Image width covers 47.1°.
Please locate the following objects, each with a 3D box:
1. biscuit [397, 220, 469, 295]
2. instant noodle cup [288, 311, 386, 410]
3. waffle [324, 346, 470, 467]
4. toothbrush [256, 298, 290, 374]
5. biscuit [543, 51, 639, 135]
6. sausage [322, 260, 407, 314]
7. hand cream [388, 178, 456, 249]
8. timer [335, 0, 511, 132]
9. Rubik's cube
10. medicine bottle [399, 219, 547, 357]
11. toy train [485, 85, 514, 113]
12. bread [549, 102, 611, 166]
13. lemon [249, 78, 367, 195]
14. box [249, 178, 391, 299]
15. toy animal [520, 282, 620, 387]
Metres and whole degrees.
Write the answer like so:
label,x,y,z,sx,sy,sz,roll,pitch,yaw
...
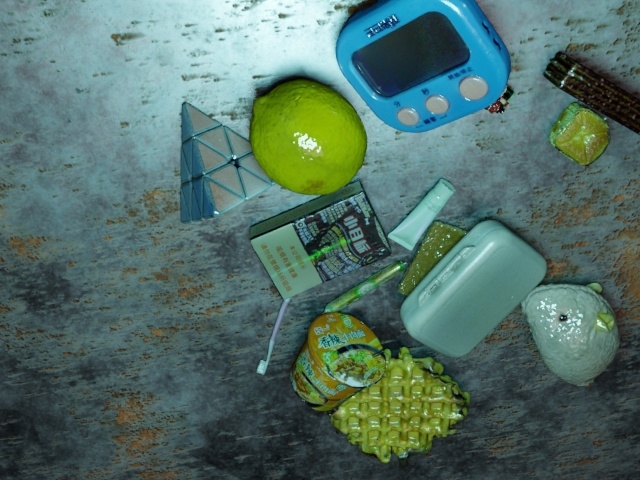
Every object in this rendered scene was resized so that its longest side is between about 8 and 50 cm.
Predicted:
label,x,y,z,sx,sy,sz,roll,pitch,yaw
biscuit,0.304,0.059,1.944,0.131,0.025,0.231,19,115,-17
instant noodle cup,0.031,0.334,1.951,0.230,0.230,0.182,23,131,-17
waffle,0.219,0.481,2.126,0.382,0.095,0.379,-39,114,18
toothbrush,-0.126,0.253,2.005,0.025,0.020,0.287,17,115,-7
biscuit,0.707,-0.320,1.738,0.388,0.107,0.073,23,114,-17
sausage,0.115,0.128,1.957,0.269,0.033,0.033,-33,117,11
hand cream,0.260,-0.065,1.862,0.078,0.050,0.205,28,116,-19
timer,0.219,-0.391,1.573,0.340,0.115,0.309,-18,126,43
Rubik's cube,-0.234,-0.148,1.711,0.233,0.228,0.228,-63,155,-12
medicine bottle,0.397,0.131,1.919,0.282,0.123,0.375,31,107,-33
toy train,0.393,-0.357,1.718,0.138,0.050,0.087,33,107,-21
bread,0.635,-0.258,1.786,0.140,0.069,0.128,28,111,-16
lemon,-0.027,-0.227,1.633,0.267,0.267,0.267,-3,118,-5
box,0.000,0.000,1.847,0.310,0.084,0.198,-23,118,7
toy animal,0.701,0.259,2.004,0.226,0.188,0.358,-22,119,12
